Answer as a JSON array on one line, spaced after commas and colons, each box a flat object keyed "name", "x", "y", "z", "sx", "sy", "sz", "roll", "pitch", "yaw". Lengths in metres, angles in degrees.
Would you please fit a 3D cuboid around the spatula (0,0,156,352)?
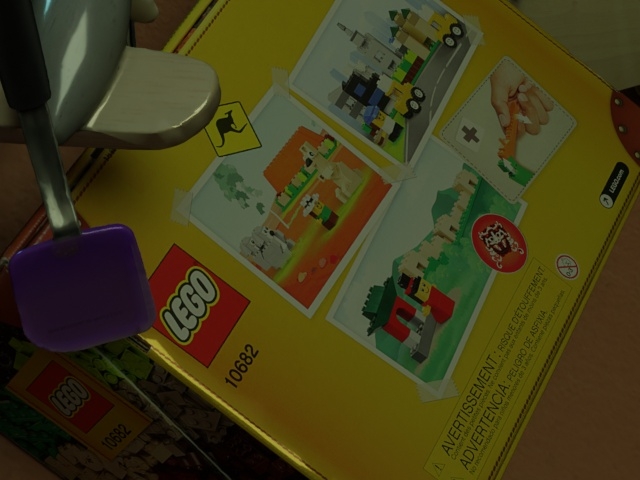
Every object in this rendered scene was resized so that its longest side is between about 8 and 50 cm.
[{"name": "spatula", "x": -0.167, "y": -0.057, "z": 1.175, "sx": 0.084, "sy": 0.296, "sz": 0.030, "roll": -16, "pitch": 26, "yaw": -9}]

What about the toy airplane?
[{"name": "toy airplane", "x": -0.312, "y": -0.135, "z": 1.283, "sx": 0.386, "sy": 0.272, "sz": 0.384, "roll": -19, "pitch": 42, "yaw": -25}]

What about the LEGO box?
[{"name": "LEGO box", "x": 0.000, "y": 0.000, "z": 1.505, "sx": 0.372, "sy": 0.193, "sz": 0.500, "roll": 38, "pitch": 51, "yaw": -7}]

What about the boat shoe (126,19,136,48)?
[{"name": "boat shoe", "x": -0.174, "y": -0.233, "z": 1.579, "sx": 0.079, "sy": 0.095, "sz": 0.254, "roll": -6, "pitch": 55, "yaw": 10}]

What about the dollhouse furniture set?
[{"name": "dollhouse furniture set", "x": 0.181, "y": -0.248, "z": 1.843, "sx": 0.286, "sy": 0.198, "sz": 0.303, "roll": -18, "pitch": 105, "yaw": -15}]
